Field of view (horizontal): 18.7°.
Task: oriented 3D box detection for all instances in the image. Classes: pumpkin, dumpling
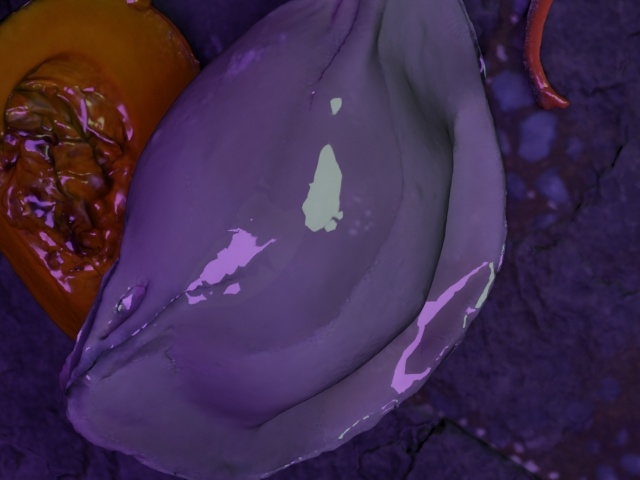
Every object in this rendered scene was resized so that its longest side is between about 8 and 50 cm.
[{"bbox_3d":[-0.144,-0.050,1.288,0.163,0.111,0.278,-44,121,-25],"label":"pumpkin"},{"bbox_3d":[0.001,-0.003,1.239,0.181,0.341,0.260,-5,147,44],"label":"dumpling"}]

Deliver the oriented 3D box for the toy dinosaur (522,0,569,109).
[{"bbox_3d":[0.192,-0.211,1.227,0.101,0.055,0.279,12,106,13],"label":"toy dinosaur"}]
